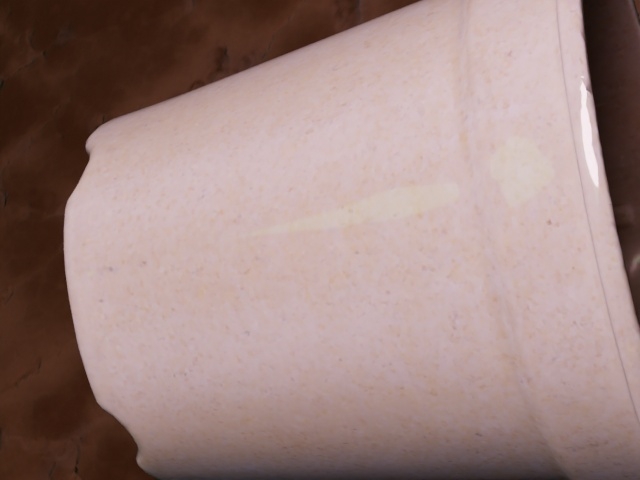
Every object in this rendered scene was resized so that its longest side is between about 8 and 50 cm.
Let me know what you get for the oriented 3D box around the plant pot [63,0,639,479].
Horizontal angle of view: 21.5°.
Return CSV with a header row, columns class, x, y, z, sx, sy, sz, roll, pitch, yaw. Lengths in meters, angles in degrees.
class,x,y,z,sx,sy,sz,roll,pitch,yaw
plant pot,0.038,0.008,0.954,0.305,0.334,0.334,-11,64,18
